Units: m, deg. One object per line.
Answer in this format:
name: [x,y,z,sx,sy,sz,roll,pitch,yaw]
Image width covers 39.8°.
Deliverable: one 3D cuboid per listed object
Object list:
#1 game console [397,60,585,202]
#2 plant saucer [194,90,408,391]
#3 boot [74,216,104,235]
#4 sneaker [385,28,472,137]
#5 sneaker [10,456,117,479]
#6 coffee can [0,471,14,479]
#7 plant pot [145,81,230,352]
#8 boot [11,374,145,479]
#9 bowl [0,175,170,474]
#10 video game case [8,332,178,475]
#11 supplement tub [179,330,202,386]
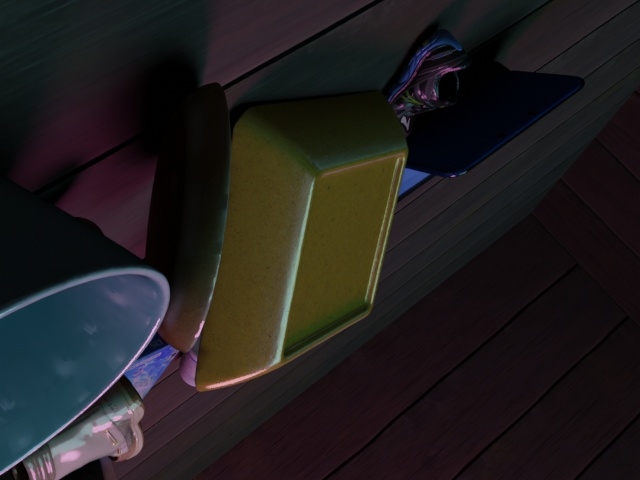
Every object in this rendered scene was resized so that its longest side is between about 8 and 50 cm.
game console: [0.228,-0.137,1.363,0.293,0.173,0.250,-34,152,-24]
plant saucer: [0.000,0.000,1.060,0.333,0.081,0.332,-21,127,-57]
boot: [-0.278,0.064,0.877,0.248,0.090,0.207,-44,179,8]
sneaker: [0.136,-0.190,1.160,0.067,0.078,0.188,-42,171,-37]
sneaker: [-0.364,0.341,1.202,0.147,0.104,0.296,10,177,-21]
coffee can: [-0.470,0.380,1.032,0.201,0.201,0.275,-29,162,-41]
plant pot: [-0.122,-0.022,0.771,0.032,0.236,0.236,6,146,-18]
boot: [-0.307,0.260,1.116,0.165,0.077,0.213,-32,162,-28]
bowl: [-0.282,0.067,0.637,0.311,0.163,0.311,-39,167,-11]
video game case: [-0.332,0.221,1.216,0.244,0.061,0.269,-49,165,33]
supplement tub: [-0.197,0.197,1.496,0.071,0.071,0.107,-33,165,-32]
